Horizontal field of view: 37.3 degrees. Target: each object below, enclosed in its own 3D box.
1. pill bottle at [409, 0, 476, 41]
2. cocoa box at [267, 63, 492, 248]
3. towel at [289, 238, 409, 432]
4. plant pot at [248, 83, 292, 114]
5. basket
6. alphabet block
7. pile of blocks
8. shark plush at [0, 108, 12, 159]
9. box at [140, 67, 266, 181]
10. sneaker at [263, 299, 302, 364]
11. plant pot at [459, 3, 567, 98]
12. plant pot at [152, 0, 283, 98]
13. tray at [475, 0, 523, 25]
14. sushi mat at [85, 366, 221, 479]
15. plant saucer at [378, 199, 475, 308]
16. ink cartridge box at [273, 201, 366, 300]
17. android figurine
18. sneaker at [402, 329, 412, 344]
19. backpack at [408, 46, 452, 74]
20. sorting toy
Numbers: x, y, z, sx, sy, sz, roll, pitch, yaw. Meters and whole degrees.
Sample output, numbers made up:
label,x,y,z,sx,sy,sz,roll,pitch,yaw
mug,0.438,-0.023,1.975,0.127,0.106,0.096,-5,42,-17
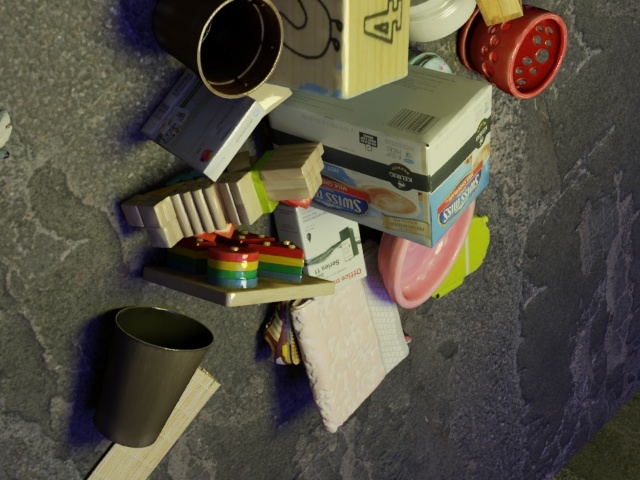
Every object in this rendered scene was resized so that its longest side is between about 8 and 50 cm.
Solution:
label,x,y,z,sx,sy,sz,roll,pitch,yaw
pill bottle,0.146,-0.535,1.684,0.204,0.204,0.361,-50,139,-8
cocoa box,0.110,-0.179,1.741,0.231,0.347,0.228,-45,142,-37
towel,0.072,0.210,2.116,0.317,0.053,0.332,-38,124,-40
plant pot,-0.135,-0.274,1.652,0.109,0.109,0.096,-41,127,-19
basket,-0.328,0.258,1.770,0.204,0.154,0.227,7,113,-47
alphabet block,0.024,-0.362,1.569,0.193,0.192,0.197,-31,128,-47
pile of blocks,-0.159,-0.071,1.671,0.362,0.149,0.113,-14,117,3
shark plush,-0.533,-0.143,1.390,0.161,0.073,0.067,-15,107,-14
box,-0.196,-0.198,1.569,0.145,0.186,0.038,-54,141,-4
sneaker,-0.087,0.173,2.023,0.069,0.083,0.186,-2,91,-66
plant pot,0.407,-0.421,2.051,0.191,0.174,0.191,-25,131,-34
plant pot,-0.174,-0.335,1.519,0.167,0.165,0.167,-26,132,-32
tray,0.282,-0.604,1.686,0.203,0.076,0.411,49,36,-50
sushi mat,-0.338,0.390,1.945,0.316,0.019,0.151,-52,140,-6
plant saucer,0.230,-0.013,2.118,0.332,0.084,0.332,-42,146,-37
ink cartridge box,0.000,0.000,1.936,0.153,0.087,0.208,-25,113,-34
android figurine,0.320,0.029,2.351,0.273,0.056,0.248,-32,133,-24
sneaker,0.140,0.266,2.328,0.178,0.072,0.077,-13,137,-32
backpack,0.184,-0.305,1.947,0.182,0.115,0.152,-52,138,-10
sorting toy,-0.147,0.042,1.739,0.257,0.255,0.089,-3,101,-45
